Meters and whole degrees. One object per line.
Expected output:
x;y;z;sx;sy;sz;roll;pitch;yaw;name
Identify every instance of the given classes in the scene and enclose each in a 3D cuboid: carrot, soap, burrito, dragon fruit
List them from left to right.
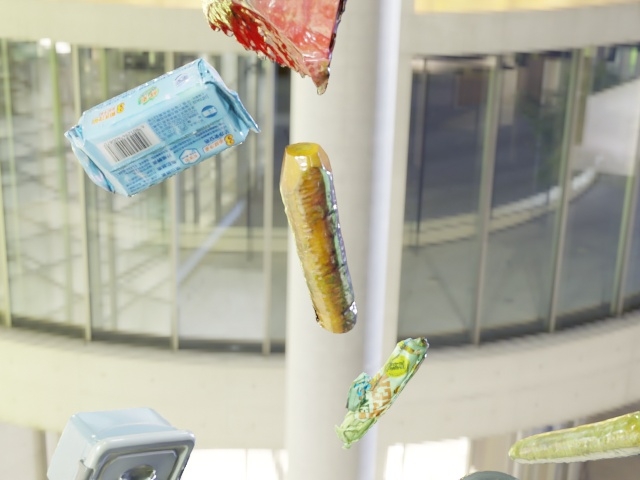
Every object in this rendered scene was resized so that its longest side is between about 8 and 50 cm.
-0.259;-0.179;2.004;0.293;0.156;0.077;-24;-137;7;soap
-0.067;-0.371;1.622;0.100;0.282;0.343;11;-166;-36;dragon fruit
0.000;0.000;1.587;0.070;0.260;0.070;-10;-154;5;carrot
0.108;0.302;2.505;0.104;0.288;0.054;22;-158;-30;burrito
0.462;0.361;2.196;0.074;0.074;0.358;-18;176;-39;carrot

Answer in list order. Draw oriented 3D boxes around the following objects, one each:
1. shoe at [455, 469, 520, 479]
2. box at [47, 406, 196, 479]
0.226;0.351;1.313;0.108;0.241;0.093;-32;177;-11;shoe
-0.330;0.367;2.048;0.227;0.162;0.130;4;-153;-48;box
